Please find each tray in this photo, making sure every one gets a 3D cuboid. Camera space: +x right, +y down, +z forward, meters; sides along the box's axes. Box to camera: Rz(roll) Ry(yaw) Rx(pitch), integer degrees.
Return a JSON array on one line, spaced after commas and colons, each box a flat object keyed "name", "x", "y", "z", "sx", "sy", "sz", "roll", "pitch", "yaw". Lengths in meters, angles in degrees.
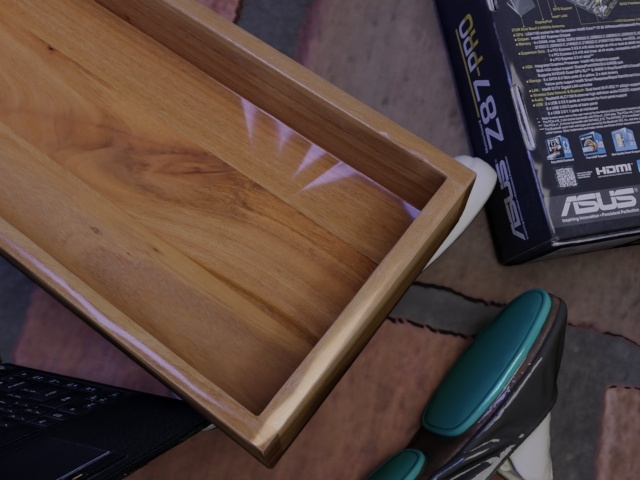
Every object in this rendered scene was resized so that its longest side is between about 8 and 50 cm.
[{"name": "tray", "x": -0.132, "y": -0.064, "z": 0.493, "sx": 0.411, "sy": 0.076, "sz": 0.203, "roll": 35, "pitch": 70, "yaw": 14}]

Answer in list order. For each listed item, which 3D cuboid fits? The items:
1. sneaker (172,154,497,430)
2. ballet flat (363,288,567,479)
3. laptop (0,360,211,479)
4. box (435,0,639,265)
[{"name": "sneaker", "x": 0.000, "y": 0.000, "z": 0.544, "sx": 0.290, "sy": 0.106, "sz": 0.123, "roll": -36, "pitch": 89, "yaw": -18}, {"name": "ballet flat", "x": 0.098, "y": 0.163, "z": 0.541, "sx": 0.096, "sy": 0.095, "sz": 0.280, "roll": 46, "pitch": 81, "yaw": -9}, {"name": "laptop", "x": -0.212, "y": 0.038, "z": 0.398, "sx": 0.264, "sy": 0.234, "sz": 0.136, "roll": 8, "pitch": 95, "yaw": 17}, {"name": "box", "x": 0.314, "y": -0.162, "z": 0.669, "sx": 0.395, "sy": 0.097, "sz": 0.318, "roll": -9, "pitch": 80, "yaw": -15}]
